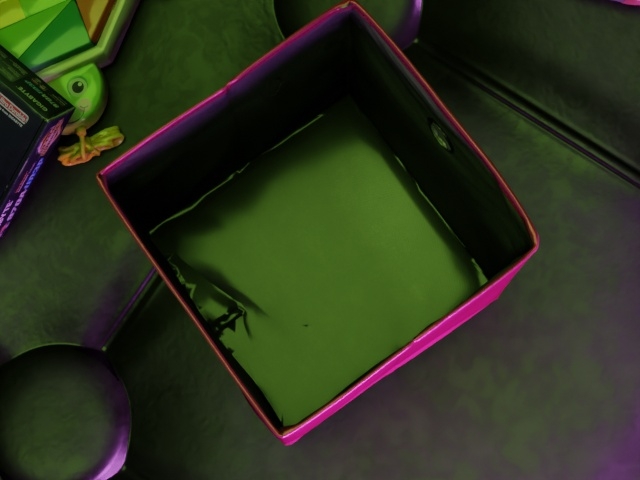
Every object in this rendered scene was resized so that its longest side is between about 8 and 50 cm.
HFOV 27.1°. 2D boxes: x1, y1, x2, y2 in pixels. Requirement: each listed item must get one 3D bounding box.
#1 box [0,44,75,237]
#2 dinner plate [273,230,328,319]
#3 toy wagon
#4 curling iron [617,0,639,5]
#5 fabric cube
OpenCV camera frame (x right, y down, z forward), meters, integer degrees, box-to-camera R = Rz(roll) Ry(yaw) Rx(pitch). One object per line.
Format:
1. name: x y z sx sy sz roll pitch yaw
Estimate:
1. box: -0.360 -0.122 1.257 0.220 0.051 0.175 40 120 5
2. dinner plate: -0.044 0.038 1.266 0.141 0.017 0.141 -1 82 5
3. toy wagon: -0.286 -0.241 1.304 0.267 0.068 0.344 -23 80 3
4. curling iron: 0.295 -0.250 1.256 0.274 0.035 0.068 8 79 7
5. fabric cube: 0.000 0.000 1.129 0.259 0.258 0.254 -36 80 -5
